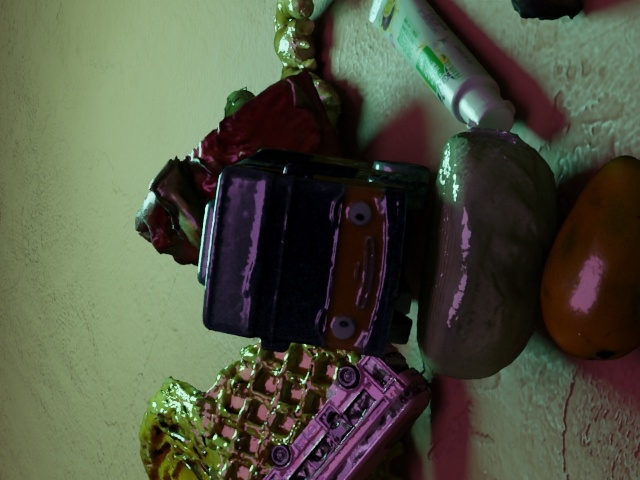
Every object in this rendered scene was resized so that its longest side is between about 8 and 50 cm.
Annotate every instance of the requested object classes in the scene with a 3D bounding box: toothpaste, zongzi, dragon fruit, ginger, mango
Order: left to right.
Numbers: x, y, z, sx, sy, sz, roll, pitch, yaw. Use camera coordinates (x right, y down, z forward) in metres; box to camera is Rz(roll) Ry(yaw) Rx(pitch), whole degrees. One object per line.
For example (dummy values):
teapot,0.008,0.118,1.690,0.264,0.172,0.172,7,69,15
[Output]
dragon fruit,-0.090,-0.020,1.571,0.152,0.205,0.317,56,153,16
zongzi,-0.097,-0.124,1.777,0.109,0.055,0.119,-117,28,-46
ginger,-0.017,-0.203,1.631,0.176,0.052,0.193,-126,33,-64
toothpaste,0.113,-0.193,1.390,0.058,0.056,0.314,-37,39,5
mango,0.231,0.016,1.104,0.111,0.089,0.163,41,115,58

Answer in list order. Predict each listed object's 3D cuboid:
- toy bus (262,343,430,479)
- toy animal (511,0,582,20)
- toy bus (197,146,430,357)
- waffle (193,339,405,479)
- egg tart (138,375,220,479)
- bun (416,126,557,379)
toy bus,0.026,0.200,1.421,0.090,0.063,0.203,43,104,21
toy animal,0.149,-0.350,1.273,0.343,0.106,0.168,58,136,42
toy bus,0.000,0.000,1.311,0.323,0.194,0.162,-58,-23,-81
waffle,-0.023,0.215,1.512,0.245,0.052,0.254,-37,63,23
egg tart,-0.113,0.297,1.710,0.297,0.132,0.297,34,131,50
bun,0.148,0.015,1.206,0.221,0.108,0.221,-172,90,-88
